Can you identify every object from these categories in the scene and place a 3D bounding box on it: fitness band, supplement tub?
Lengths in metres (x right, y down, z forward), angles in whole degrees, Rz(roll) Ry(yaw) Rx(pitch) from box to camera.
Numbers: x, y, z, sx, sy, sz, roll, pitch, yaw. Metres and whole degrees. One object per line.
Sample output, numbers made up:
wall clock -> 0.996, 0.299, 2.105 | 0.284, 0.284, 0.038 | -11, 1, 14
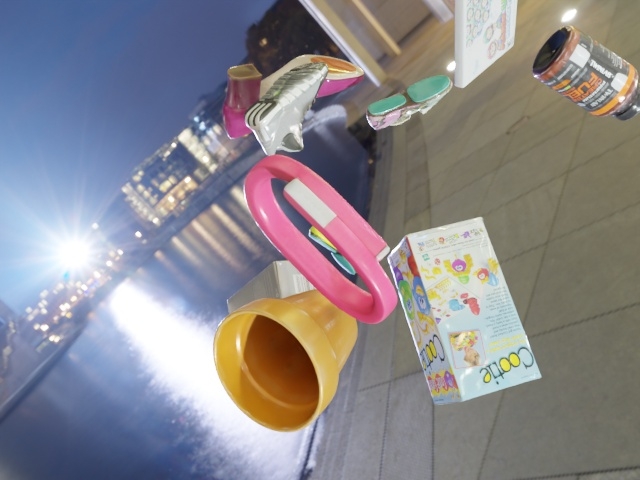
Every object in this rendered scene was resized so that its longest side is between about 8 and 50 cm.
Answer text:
fitness band -> 0.000, 0.000, 0.863 | 0.054, 0.291, 0.209 | -42, -4, -21
supplement tub -> 0.492, -0.294, 1.069 | 0.106, 0.197, 0.106 | -59, 12, 21

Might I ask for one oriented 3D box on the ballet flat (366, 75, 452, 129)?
ballet flat -> 0.221, -0.336, 1.468 | 0.221, 0.079, 0.077 | -23, 53, 5

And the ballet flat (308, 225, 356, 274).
ballet flat -> 0.055, 0.013, 1.658 | 0.077, 0.231, 0.077 | 23, 75, 47

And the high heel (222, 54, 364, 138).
high heel -> -0.070, -0.367, 1.520 | 0.376, 0.127, 0.181 | -8, -43, -20

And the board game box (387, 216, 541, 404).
board game box -> 0.234, 0.123, 1.010 | 0.144, 0.276, 0.142 | -13, -16, -12

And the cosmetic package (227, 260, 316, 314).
cosmetic package -> -0.091, 0.130, 1.248 | 0.127, 0.107, 0.238 | 2, -22, -36

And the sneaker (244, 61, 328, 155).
sneaker -> -0.051, -0.251, 1.181 | 0.086, 0.132, 0.229 | 16, 51, 41

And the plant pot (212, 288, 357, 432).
plant pot -> -0.037, 0.172, 0.967 | 0.205, 0.205, 0.188 | -35, -3, 36

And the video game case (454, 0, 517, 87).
video game case -> 0.237, -0.319, 0.838 | 0.019, 0.157, 0.143 | 28, 57, 34
